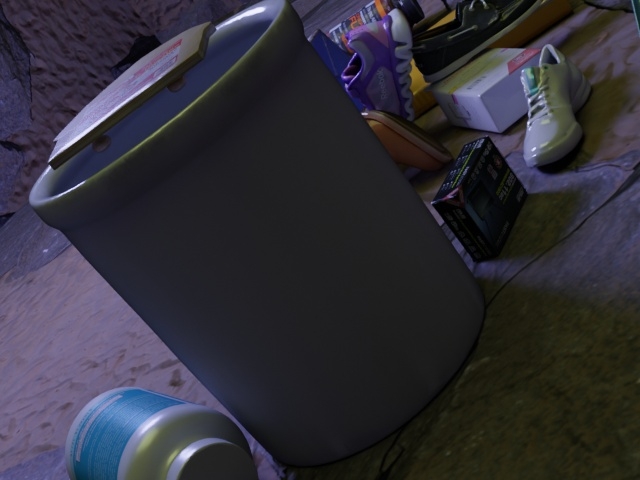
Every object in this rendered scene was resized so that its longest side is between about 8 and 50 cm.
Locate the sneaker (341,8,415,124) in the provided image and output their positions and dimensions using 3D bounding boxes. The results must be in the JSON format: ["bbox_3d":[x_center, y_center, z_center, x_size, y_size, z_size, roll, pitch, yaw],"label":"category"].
[{"bbox_3d":[0.085,-0.229,1.601,0.104,0.236,0.095,-11,35,-5],"label":"sneaker"}]

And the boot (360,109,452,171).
[{"bbox_3d":[0.029,-0.093,1.546,0.109,0.283,0.220,-39,-30,-77],"label":"boot"}]

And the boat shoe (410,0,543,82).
[{"bbox_3d":[0.238,-0.330,1.595,0.233,0.079,0.084,-33,14,5],"label":"boat shoe"}]

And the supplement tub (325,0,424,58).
[{"bbox_3d":[0.112,-0.429,2.168,0.198,0.106,0.106,-32,21,18],"label":"supplement tub"}]

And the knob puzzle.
[{"bbox_3d":[-0.172,-0.141,1.017,0.213,0.030,0.213,-33,21,15],"label":"knob puzzle"}]

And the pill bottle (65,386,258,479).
[{"bbox_3d":[-0.166,0.241,1.137,0.146,0.146,0.264,-47,21,-22],"label":"pill bottle"}]

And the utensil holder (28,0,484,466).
[{"bbox_3d":[-0.055,-0.001,1.122,0.327,0.385,0.328,-33,20,14],"label":"utensil holder"}]

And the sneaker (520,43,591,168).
[{"bbox_3d":[0.281,-0.174,1.344,0.080,0.094,0.212,-23,25,33],"label":"sneaker"}]

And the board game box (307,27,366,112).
[{"bbox_3d":[-0.070,-0.170,1.773,0.291,0.141,0.232,-41,15,39],"label":"board game box"}]

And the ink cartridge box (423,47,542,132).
[{"bbox_3d":[0.242,-0.221,1.550,0.115,0.067,0.198,-37,20,-9],"label":"ink cartridge box"}]

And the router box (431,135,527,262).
[{"bbox_3d":[0.187,-0.049,1.239,0.038,0.092,0.122,-18,29,42],"label":"router box"}]

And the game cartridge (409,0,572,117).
[{"bbox_3d":[0.258,-0.346,1.834,0.323,0.053,0.285,-35,20,15],"label":"game cartridge"}]

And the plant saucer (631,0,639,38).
[{"bbox_3d":[0.446,-0.343,1.423,0.067,0.018,0.192,-25,53,33],"label":"plant saucer"}]
